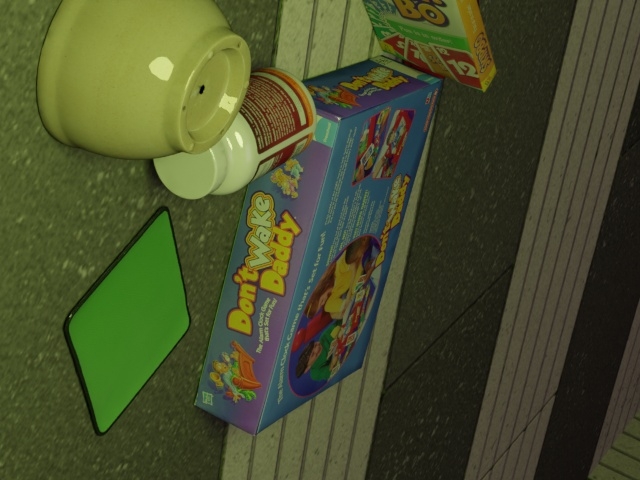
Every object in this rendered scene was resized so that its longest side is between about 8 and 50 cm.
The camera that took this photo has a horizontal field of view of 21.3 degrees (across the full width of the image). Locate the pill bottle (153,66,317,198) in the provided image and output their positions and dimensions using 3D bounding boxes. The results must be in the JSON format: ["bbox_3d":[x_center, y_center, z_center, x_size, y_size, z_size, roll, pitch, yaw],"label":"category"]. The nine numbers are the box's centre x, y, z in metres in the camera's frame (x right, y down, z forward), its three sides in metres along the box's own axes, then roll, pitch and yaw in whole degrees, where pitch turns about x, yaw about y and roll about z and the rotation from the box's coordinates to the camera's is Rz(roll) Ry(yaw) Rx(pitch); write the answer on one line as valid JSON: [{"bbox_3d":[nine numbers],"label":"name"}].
[{"bbox_3d":[-0.075,-0.090,1.466,0.152,0.086,0.086,-34,142,-53],"label":"pill bottle"}]

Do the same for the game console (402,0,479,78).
[{"bbox_3d":[0.130,-0.251,1.862,0.144,0.085,0.124,75,14,-59],"label":"game console"}]

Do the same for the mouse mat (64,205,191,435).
[{"bbox_3d":[-0.169,0.075,1.530,0.152,0.007,0.190,-52,156,-30],"label":"mouse mat"}]

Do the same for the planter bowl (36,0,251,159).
[{"bbox_3d":[-0.122,-0.127,1.290,0.162,0.109,0.162,-49,153,-35],"label":"planter bowl"}]

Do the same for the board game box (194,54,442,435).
[{"bbox_3d":[0.000,0.000,1.739,0.233,0.078,0.347,-25,135,-58],"label":"board game box"}]

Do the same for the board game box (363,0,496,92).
[{"bbox_3d":[0.095,-0.234,1.649,0.039,0.124,0.259,-58,157,-16],"label":"board game box"}]
